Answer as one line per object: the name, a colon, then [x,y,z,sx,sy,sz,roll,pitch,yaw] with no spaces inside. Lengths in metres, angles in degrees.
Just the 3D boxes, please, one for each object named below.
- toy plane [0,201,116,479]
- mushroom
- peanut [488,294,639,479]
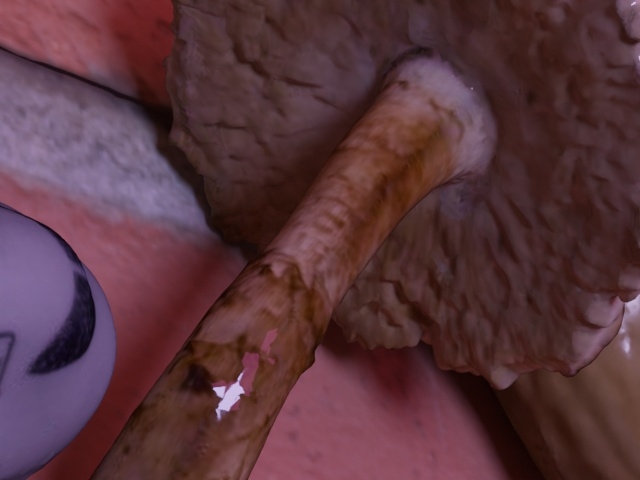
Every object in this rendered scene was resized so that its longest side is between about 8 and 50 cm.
toy plane: [-0.168,0.029,0.603,0.267,0.122,0.267,30,45,-35]
mushroom: [0.033,0.003,0.739,0.208,0.233,0.302,15,46,-13]
peanut: [0.126,0.027,0.926,0.319,0.147,0.147,54,37,6]
